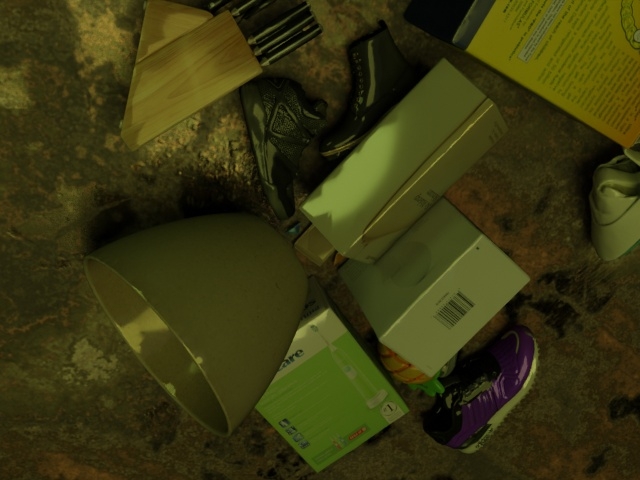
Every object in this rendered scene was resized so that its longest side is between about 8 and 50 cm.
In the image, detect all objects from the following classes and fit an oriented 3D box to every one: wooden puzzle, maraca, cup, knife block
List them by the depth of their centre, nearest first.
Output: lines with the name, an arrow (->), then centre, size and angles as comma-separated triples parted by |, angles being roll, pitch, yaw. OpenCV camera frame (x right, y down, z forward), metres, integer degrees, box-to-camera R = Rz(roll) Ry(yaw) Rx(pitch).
knife block -> -0.135, -0.239, 1.060 | 0.242, 0.088, 0.275 | 12, 97, -13
cup -> -0.158, 0.090, 1.143 | 0.237, 0.331, 0.331 | -40, 123, -24
wooden puzzle -> 0.000, 0.000, 1.288 | 0.078, 0.014, 0.116 | -43, 119, 2
maraca -> 0.166, 0.218, 1.387 | 0.099, 0.127, 0.185 | -45, 132, -28

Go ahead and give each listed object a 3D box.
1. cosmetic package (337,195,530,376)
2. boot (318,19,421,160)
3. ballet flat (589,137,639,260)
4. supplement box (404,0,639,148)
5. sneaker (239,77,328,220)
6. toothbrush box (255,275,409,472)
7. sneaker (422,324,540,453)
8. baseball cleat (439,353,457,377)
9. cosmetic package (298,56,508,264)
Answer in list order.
cosmetic package -> 0.176, 0.056, 1.244 | 0.224, 0.224, 0.138 | -46, 121, 9
boot -> 0.053, -0.228, 1.165 | 0.198, 0.077, 0.137 | -39, 115, -10
ballet flat -> 0.539, -0.123, 1.272 | 0.139, 0.139, 0.400 | 7, 139, -19
supplement box -> 0.341, -0.316, 1.127 | 0.357, 0.194, 0.195 | 23, 107, -25
sneaker -> -0.041, -0.141, 1.164 | 0.130, 0.087, 0.227 | -11, 113, -3
toothbrush box -> -0.009, 0.239, 1.340 | 0.206, 0.122, 0.283 | -36, 120, 3
sneaker -> 0.296, 0.281, 1.459 | 0.146, 0.102, 0.293 | 21, 108, -23
baseball cleat -> 0.260, 0.164, 1.410 | 0.110, 0.072, 0.205 | -11, 125, -23
cosmetic package -> 0.131, -0.112, 1.169 | 0.309, 0.113, 0.160 | -47, 160, 11
